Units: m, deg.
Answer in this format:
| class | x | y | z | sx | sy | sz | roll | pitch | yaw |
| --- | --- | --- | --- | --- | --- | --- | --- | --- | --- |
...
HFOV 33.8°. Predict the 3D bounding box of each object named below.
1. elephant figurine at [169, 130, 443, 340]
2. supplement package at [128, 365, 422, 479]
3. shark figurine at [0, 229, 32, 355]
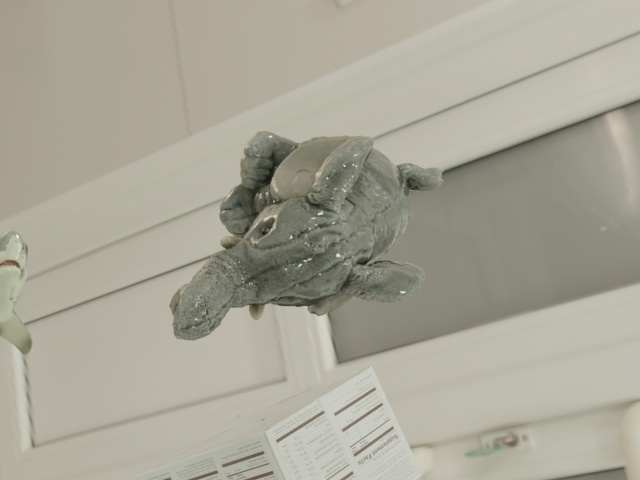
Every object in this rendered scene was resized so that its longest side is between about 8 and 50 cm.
| class | x | y | z | sx | sy | sz | roll | pitch | yaw |
| --- | --- | --- | --- | --- | --- | --- | --- | --- | --- |
| elephant figurine | 0.000 | 0.000 | 0.823 | 0.169 | 0.186 | 0.239 | 29 | 8 | -9 |
| supplement package | -0.055 | 0.279 | 1.248 | 0.204 | 0.262 | 0.145 | -23 | 87 | -48 |
| shark figurine | -0.459 | 0.084 | 1.249 | 0.166 | 0.278 | 0.116 | 71 | -8 | -45 |
